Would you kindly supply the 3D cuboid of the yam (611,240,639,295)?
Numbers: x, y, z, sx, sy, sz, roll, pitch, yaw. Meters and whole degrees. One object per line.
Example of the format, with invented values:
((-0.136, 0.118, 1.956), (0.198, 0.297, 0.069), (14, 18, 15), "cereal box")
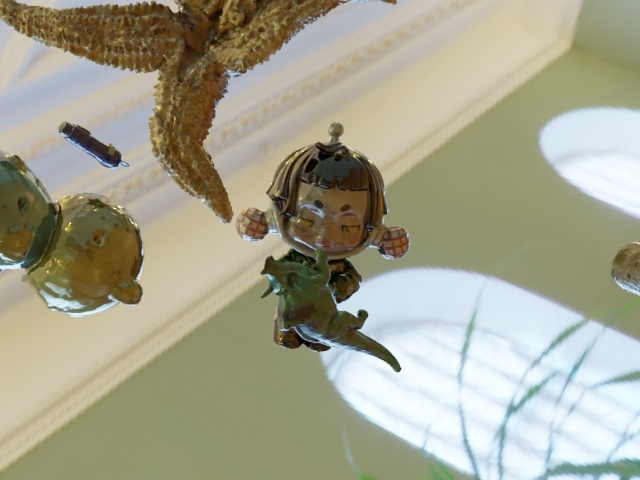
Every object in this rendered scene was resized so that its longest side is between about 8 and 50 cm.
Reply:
((0.316, 0.034, 1.010), (0.054, 0.132, 0.054), (-8, -76, -33), "yam")

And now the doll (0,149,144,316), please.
((-0.345, -0.003, 1.480), (0.260, 0.177, 0.161), (27, -78, -23), "doll")

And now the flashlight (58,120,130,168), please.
((-0.341, -0.144, 1.771), (0.121, 0.057, 0.035), (36, -110, -36), "flashlight")

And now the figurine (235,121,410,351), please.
((0.000, 0.000, 1.891), (0.167, 0.281, 0.370), (-101, 19, -68), "figurine")

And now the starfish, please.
((-0.099, -0.221, 1.067), (0.293, 0.301, 0.084), (-47, -5, 0), "starfish")

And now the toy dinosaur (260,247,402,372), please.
((0.015, 0.094, 1.678), (0.292, 0.079, 0.120), (27, -112, -41), "toy dinosaur")
